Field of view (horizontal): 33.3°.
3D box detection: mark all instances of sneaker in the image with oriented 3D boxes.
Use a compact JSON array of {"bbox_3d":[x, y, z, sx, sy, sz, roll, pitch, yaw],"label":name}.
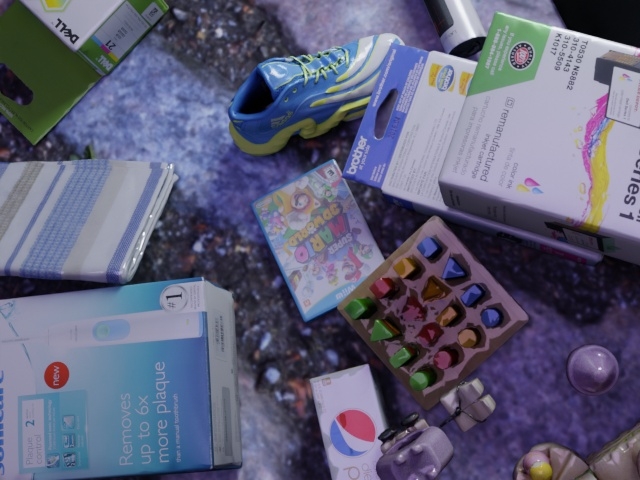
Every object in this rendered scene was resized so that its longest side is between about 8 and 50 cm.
[{"bbox_3d":[-0.007,-0.182,1.276,0.240,0.126,0.091,-32,74,4],"label":"sneaker"}]

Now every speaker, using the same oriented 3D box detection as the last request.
[{"bbox_3d":[0.156,-0.289,1.302,0.055,0.055,0.136,-22,75,7],"label":"speaker"}]

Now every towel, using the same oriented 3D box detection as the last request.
[{"bbox_3d":[-0.333,-0.026,1.307,0.284,0.034,0.209,2,43,12],"label":"towel"}]

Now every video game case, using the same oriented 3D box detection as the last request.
[{"bbox_3d":[0.000,0.000,1.294,0.119,0.015,0.166,-27,74,5],"label":"video game case"}]

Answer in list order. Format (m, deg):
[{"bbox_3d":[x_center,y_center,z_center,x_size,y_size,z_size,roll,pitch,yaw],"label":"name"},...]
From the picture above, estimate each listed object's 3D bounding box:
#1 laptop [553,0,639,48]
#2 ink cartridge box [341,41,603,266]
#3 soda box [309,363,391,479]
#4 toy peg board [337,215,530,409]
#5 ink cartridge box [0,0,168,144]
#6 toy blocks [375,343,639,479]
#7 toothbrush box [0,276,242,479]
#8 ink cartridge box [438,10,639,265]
[{"bbox_3d":[0.419,-0.340,1.279,0.264,0.136,0.234,-18,74,-19],"label":"laptop"},{"bbox_3d":[0.200,-0.104,1.249,0.311,0.065,0.186,18,83,12],"label":"ink cartridge box"},{"bbox_3d":[0.050,0.252,1.202,0.073,0.069,0.216,-15,75,8],"label":"soda box"},{"bbox_3d":[0.120,0.082,1.199,0.160,0.079,0.161,-43,79,10],"label":"toy peg board"},{"bbox_3d":[-0.355,-0.282,1.386,0.189,0.097,0.255,43,88,17],"label":"ink cartridge box"},{"bbox_3d":[0.244,0.268,1.026,0.288,0.260,0.309,-34,88,4],"label":"toy blocks"},{"bbox_3d":[-0.252,0.170,1.254,0.295,0.126,0.217,-6,77,12],"label":"toothbrush box"},{"bbox_3d":[0.290,-0.101,1.141,0.278,0.117,0.202,18,83,13],"label":"ink cartridge box"}]
